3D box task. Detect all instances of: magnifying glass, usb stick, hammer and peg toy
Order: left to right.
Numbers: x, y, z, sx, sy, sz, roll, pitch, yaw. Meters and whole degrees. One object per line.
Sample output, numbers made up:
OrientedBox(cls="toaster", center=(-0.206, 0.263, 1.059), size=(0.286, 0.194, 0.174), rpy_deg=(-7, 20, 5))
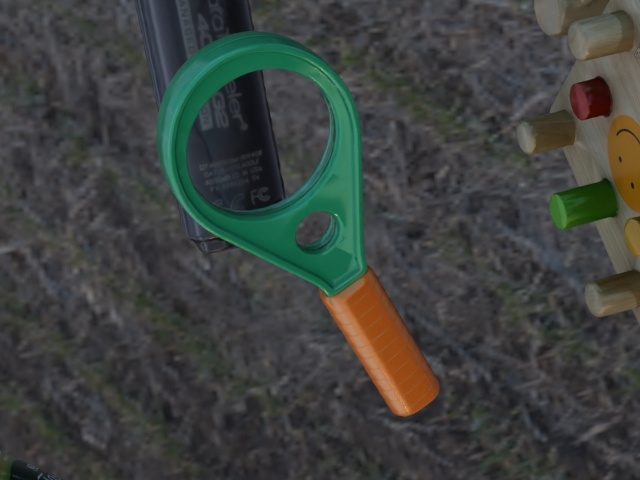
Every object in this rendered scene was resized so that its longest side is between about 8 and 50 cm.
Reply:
OrientedBox(cls="usb stick", center=(-0.079, -0.132, 1.014), size=(0.045, 0.077, 0.278), rpy_deg=(-163, 60, -67))
OrientedBox(cls="magnifying glass", center=(0.000, 0.000, 0.734), size=(0.231, 0.092, 0.026), rpy_deg=(58, 173, -33))
OrientedBox(cls="hammer and peg toy", center=(0.280, -0.124, 1.444), size=(0.266, 0.127, 0.361), rpy_deg=(109, 144, -65))

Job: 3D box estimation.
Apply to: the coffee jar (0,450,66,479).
OrientedBox(cls="coffee jar", center=(-0.186, 0.204, 1.064), size=(0.079, 0.184, 0.096), rpy_deg=(-65, 8, -4))
